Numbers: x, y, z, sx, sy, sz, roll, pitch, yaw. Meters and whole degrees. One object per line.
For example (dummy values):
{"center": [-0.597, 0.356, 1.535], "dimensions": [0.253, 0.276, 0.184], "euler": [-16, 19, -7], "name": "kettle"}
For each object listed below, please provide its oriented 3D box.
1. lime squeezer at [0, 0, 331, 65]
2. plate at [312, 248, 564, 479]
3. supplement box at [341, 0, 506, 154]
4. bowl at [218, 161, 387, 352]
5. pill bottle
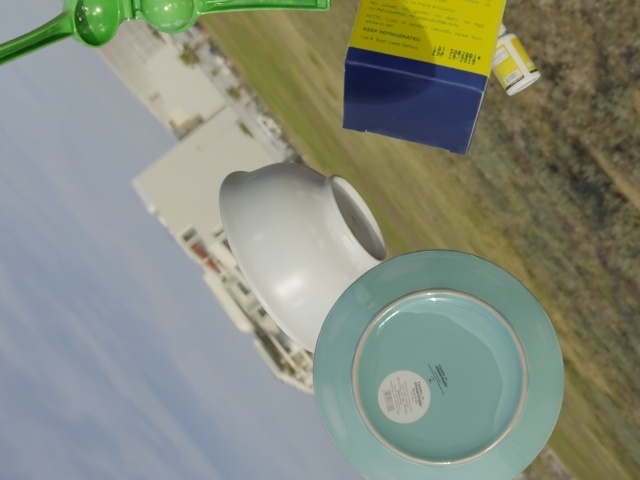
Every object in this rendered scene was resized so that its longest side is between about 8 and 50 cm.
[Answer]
{"center": [-0.150, -0.198, 0.846], "dimensions": [0.110, 0.310, 0.059], "euler": [22, 124, 62], "name": "lime squeezer"}
{"center": [0.087, 0.100, 0.729], "dimensions": [0.188, 0.188, 0.024], "euler": [52, 179, 5], "name": "plate"}
{"center": [0.166, -0.337, 1.433], "dimensions": [0.194, 0.357, 0.195], "euler": [14, 160, 6], "name": "supplement box"}
{"center": [0.000, 0.000, 1.381], "dimensions": [0.298, 0.134, 0.298], "euler": [49, -159, -27], "name": "bowl"}
{"center": [0.317, -0.311, 1.680], "dimensions": [0.116, 0.065, 0.065], "euler": [60, -178, 5], "name": "pill bottle"}
